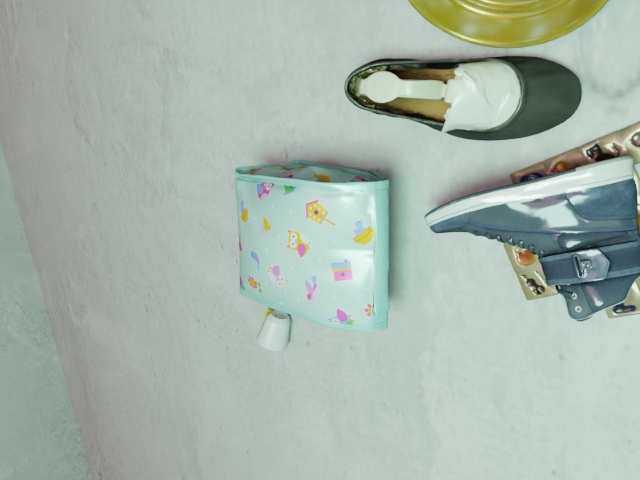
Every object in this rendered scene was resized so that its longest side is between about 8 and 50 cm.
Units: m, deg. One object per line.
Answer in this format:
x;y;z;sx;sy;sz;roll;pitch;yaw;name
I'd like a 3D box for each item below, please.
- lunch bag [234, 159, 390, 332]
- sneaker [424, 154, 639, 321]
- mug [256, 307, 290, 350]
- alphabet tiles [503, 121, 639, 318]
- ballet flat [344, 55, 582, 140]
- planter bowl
0.000;0.000;0.662;0.262;0.160;0.223;15;112;42;lunch bag
0.235;0.013;0.502;0.226;0.086;0.163;-12;93;40;sneaker
-0.093;0.168;0.859;0.078;0.062;0.064;25;111;25;mug
0.323;-0.012;0.485;0.237;0.009;0.198;-23;88;42;alphabet tiles
0.146;-0.170;0.524;0.280;0.096;0.095;16;113;36;ballet flat
0.183;-0.300;0.426;0.217;0.217;0.090;16;75;36;planter bowl
